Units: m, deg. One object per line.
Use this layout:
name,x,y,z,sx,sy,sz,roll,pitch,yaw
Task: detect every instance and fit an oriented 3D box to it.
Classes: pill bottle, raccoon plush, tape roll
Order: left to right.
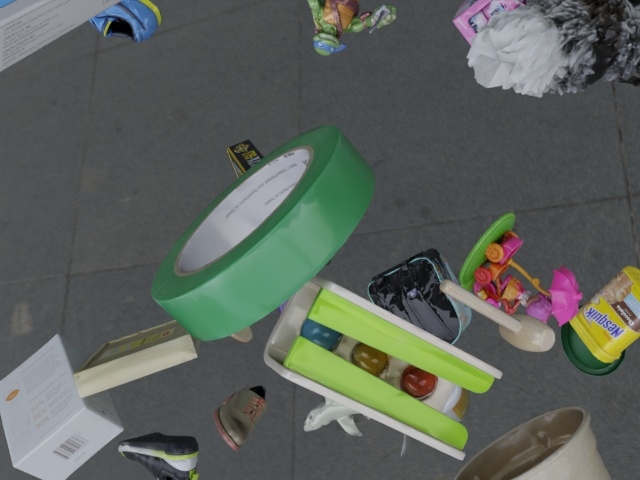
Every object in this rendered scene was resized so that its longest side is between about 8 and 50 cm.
tape roll,-0.077,-0.016,0.880,0.321,0.077,0.321,-36,20,16
pill bottle,0.266,0.340,1.521,0.117,0.208,0.118,-9,62,18
raccoon plush,0.350,-0.273,0.550,0.216,0.446,0.299,35,131,38

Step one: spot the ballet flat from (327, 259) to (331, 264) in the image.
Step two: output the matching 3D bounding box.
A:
ballet flat,0.000,0.000,2.004,0.095,0.280,0.096,38,95,-12

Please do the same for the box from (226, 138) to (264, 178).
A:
box,-0.150,-0.109,1.878,0.079,0.257,0.322,-23,34,-10

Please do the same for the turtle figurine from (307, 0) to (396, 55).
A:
turtle figurine,0.057,-0.499,1.290,0.197,0.274,0.266,16,86,19

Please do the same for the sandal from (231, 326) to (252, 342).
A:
sandal,-0.195,0.090,1.350,0.079,0.088,0.240,-40,87,22

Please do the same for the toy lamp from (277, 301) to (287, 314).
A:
toy lamp,-0.067,0.014,1.363,0.080,0.080,0.275,-1,94,26

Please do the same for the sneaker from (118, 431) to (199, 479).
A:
sneaker,-0.321,0.435,1.322,0.234,0.084,0.097,-11,83,45

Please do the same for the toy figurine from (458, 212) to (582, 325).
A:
toy figurine,0.298,0.072,0.995,0.159,0.130,0.173,39,136,24

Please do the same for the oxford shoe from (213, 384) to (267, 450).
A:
oxford shoe,-0.235,0.521,2.066,0.130,0.348,0.123,-36,98,4

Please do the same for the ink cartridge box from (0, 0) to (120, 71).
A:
ink cartridge box,-0.367,-0.323,0.736,0.261,0.296,0.066,31,133,0

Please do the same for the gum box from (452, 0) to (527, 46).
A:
gum box,0.301,-0.412,1.190,0.107,0.188,0.062,-35,103,30

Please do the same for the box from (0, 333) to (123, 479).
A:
box,-0.396,0.252,1.019,0.130,0.091,0.170,-40,46,-3

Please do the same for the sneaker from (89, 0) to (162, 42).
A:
sneaker,-0.379,-0.401,1.159,0.209,0.069,0.082,26,57,7

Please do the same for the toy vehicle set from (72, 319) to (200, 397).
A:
toy vehicle set,-0.272,0.170,1.050,0.166,0.267,0.035,-18,93,-8

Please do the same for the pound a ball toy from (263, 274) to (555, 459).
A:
pound a ball toy,0.114,0.132,0.873,0.208,0.319,0.136,-64,19,-5

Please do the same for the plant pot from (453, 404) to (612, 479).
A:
plant pot,0.494,0.563,1.399,0.334,0.334,0.305,-35,82,13

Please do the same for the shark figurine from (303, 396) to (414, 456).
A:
shark figurine,0.105,0.382,1.573,0.278,0.116,0.166,7,110,10

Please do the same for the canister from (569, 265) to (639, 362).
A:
canister,0.614,0.150,1.392,0.170,0.073,0.126,-56,45,33

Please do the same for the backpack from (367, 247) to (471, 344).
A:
backpack,0.208,0.128,1.357,0.166,0.144,0.188,-31,82,27

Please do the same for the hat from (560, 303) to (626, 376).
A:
hat,0.695,0.219,1.625,0.173,0.183,0.208,-24,81,-13
